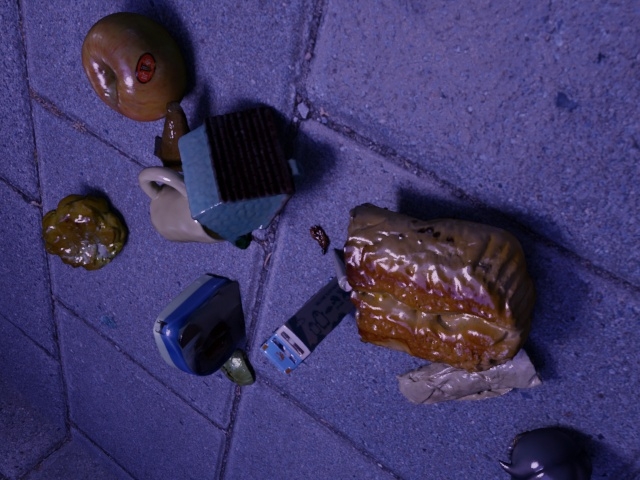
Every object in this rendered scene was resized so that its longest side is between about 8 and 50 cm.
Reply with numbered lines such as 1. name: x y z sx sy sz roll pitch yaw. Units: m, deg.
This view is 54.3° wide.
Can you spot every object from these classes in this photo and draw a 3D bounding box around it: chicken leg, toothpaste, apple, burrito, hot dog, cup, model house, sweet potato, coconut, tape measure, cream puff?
1. chicken leg: 0.001 -0.002 1.547 0.036 0.021 0.083 -19 110 35
2. toothpaste: 0.049 0.070 1.452 0.033 0.218 0.052 -26 106 2
3. apple: -0.444 -0.415 1.499 0.261 0.194 0.260 23 133 27
4. burrito: 0.337 0.325 1.457 0.392 0.076 0.117 -26 101 45
5. hot dog: 0.259 0.105 1.295 0.366 0.196 0.367 14 132 34
6. cup: -0.361 -0.084 1.624 0.202 0.255 0.173 3 84 36
7. model house: -0.159 -0.166 1.448 0.249 0.230 0.280 -25 61 15
8. sweet potato: -0.370 -0.244 1.566 0.112 0.085 0.285 52 160 12
9. coconut: -0.282 0.412 2.034 0.158 0.055 0.133 38 137 11
10. tape measure: -0.357 0.263 1.854 0.138 0.259 0.262 17 132 31
11. cream puff: -0.768 -0.039 2.051 0.282 0.185 0.281 -4 127 -5

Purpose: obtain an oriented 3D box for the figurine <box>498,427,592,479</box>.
1. figurine: 0.495 0.541 1.415 0.197 0.175 0.265 45 129 12

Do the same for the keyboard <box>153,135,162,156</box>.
1. keyboard: -0.382 -0.224 1.709 0.196 0.018 0.060 28 125 21

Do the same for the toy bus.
1. toy bus: -0.012 0.191 1.494 0.106 0.297 0.131 45 130 5
